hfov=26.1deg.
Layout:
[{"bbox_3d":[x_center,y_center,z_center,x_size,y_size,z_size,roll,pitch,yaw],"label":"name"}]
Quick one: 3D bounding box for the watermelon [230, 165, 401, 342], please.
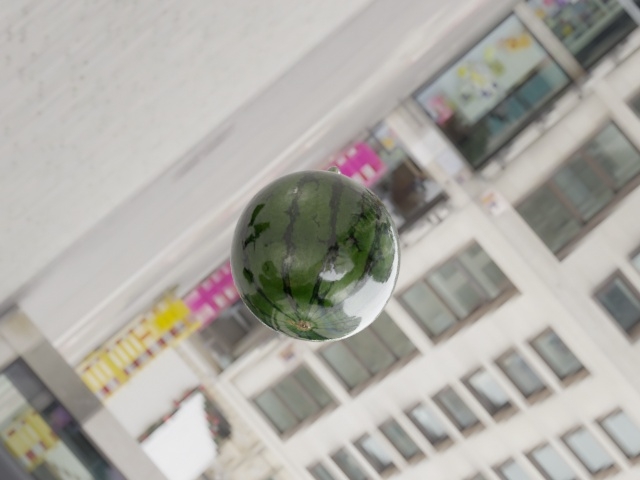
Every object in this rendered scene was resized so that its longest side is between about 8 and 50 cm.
[{"bbox_3d":[-0.002,0.004,0.791,0.109,0.109,0.109,-41,-179,1],"label":"watermelon"}]
